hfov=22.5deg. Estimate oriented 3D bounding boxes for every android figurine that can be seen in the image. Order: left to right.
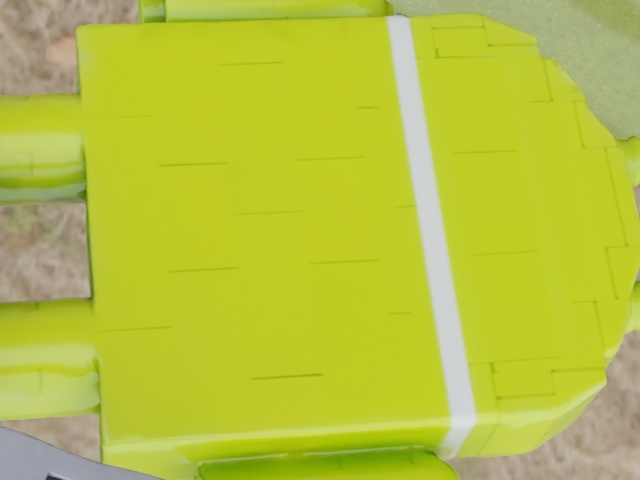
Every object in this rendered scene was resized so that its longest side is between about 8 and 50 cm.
[{"bbox_3d":[0.000,0.000,0.590,0.272,0.248,0.056,-4,154,-12],"label":"android figurine"}]

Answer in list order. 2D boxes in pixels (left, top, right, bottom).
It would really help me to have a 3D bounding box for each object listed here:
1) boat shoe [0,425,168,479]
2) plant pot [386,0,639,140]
[{"bbox_3d":[-0.059,0.084,0.437,0.100,0.035,0.035,20,134,4],"label":"boat shoe"},{"bbox_3d":[0.117,-0.186,0.858,0.293,0.274,0.275,45,129,19],"label":"plant pot"}]
